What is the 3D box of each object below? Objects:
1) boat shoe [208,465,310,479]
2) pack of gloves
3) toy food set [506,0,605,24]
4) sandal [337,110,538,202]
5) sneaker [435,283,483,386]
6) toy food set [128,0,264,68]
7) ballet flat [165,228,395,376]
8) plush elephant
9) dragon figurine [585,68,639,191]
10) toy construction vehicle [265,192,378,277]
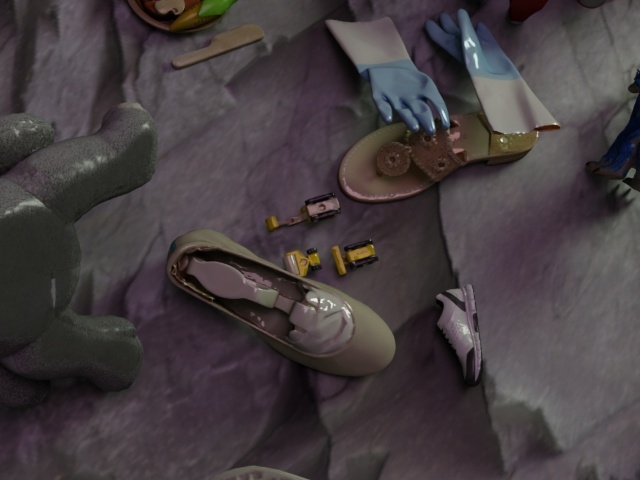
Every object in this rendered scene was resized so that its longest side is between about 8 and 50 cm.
[{"bbox_3d":[0.079,0.381,0.956,0.500,0.156,0.187,33,68,17],"label":"boat shoe"},{"bbox_3d":[0.133,-0.199,1.237,0.195,0.046,0.232,-5,42,-19],"label":"pack of gloves"},{"bbox_3d":[0.252,-0.318,1.321,0.232,0.104,0.111,2,83,-2],"label":"toy food set"},{"bbox_3d":[0.134,-0.112,1.226,0.240,0.079,0.088,-15,70,-17],"label":"sandal"},{"bbox_3d":[0.143,0.099,1.160,0.044,0.040,0.109,-7,63,3],"label":"sneaker"},{"bbox_3d":[-0.155,-0.292,1.271,0.132,0.038,0.192,-26,73,-21],"label":"toy food set"},{"bbox_3d":[-0.041,0.065,1.106,0.248,0.086,0.086,25,64,3],"label":"ballet flat"},{"bbox_3d":[-0.337,0.015,1.002,0.255,0.272,0.330,14,20,34],"label":"plush elephant"},{"bbox_3d":[0.360,-0.121,1.210,0.085,0.289,0.144,26,102,3],"label":"dragon figurine"},{"bbox_3d":[0.000,0.000,1.178,0.098,0.035,0.086,-18,82,-16],"label":"toy construction vehicle"}]
